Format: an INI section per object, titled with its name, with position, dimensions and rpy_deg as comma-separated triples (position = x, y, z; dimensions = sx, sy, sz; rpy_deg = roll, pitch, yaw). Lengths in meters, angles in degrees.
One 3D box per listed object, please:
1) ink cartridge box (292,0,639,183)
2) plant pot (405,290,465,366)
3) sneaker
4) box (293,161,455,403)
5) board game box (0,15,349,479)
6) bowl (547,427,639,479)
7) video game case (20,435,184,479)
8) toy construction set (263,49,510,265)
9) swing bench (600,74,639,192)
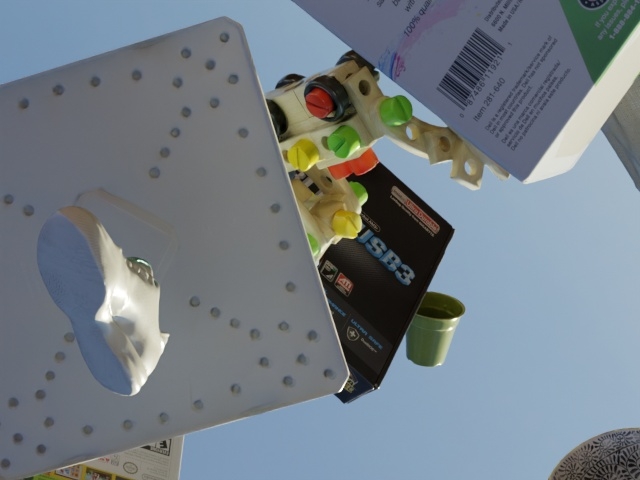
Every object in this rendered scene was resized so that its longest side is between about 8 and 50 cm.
[ink cartridge box]
position = 0.127, -0.210, 1.509
dimensions = 0.278, 0.201, 0.117
rpy_deg = 40, -158, 15
[plant pot]
position = 0.140, 0.118, 2.485
dimensions = 0.083, 0.079, 0.083
rpy_deg = 7, -156, -3
[sneaker]
position = -0.188, 0.037, 1.735
dimensions = 0.080, 0.212, 0.094
rpy_deg = 18, -130, 31
[box]
position = 0.000, 0.000, 2.370
dimensions = 0.295, 0.073, 0.293
rpy_deg = 42, -131, -14
[board game box]
position = -0.207, 0.012, 1.945
dimensions = 0.050, 0.390, 0.390
rpy_deg = -55, -52, -79
[bowl]
position = 0.304, 0.272, 1.864
dimensions = 0.170, 0.170, 0.080
rpy_deg = 57, 176, 45
[video game case]
position = -0.266, 0.274, 2.133
dimensions = 0.227, 0.026, 0.206
rpy_deg = 20, -123, -24
[toy construction set]
position = 0.034, -0.083, 2.007
dimensions = 0.215, 0.328, 0.151
rpy_deg = 58, -143, -14
[swing bench]
position = 0.377, -0.143, 1.704
dimensions = 0.253, 0.255, 0.165
rpy_deg = 54, 170, -17
